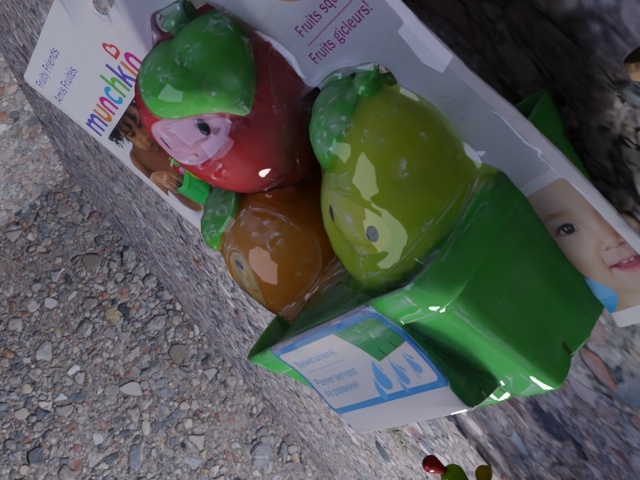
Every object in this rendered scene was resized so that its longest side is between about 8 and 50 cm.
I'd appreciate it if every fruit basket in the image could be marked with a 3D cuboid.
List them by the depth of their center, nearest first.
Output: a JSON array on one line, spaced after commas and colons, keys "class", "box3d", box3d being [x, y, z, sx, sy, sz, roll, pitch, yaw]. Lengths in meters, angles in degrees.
[{"class": "fruit basket", "box3d": [-0.019, -0.036, 0.562, 0.353, 0.165, 0.327, 37, 151, -12]}]

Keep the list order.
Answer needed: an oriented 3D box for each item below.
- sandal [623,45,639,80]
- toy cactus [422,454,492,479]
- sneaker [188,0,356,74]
[{"class": "sandal", "box3d": [0.179, -0.051, 0.256, 0.079, 0.088, 0.240, 59, 160, -6]}, {"class": "toy cactus", "box3d": [0.218, 0.324, 1.075, 0.180, 0.112, 0.219, 39, 172, -35]}, {"class": "sneaker", "box3d": [-0.033, -0.122, 0.686, 0.123, 0.106, 0.290, 49, 164, 18]}]
